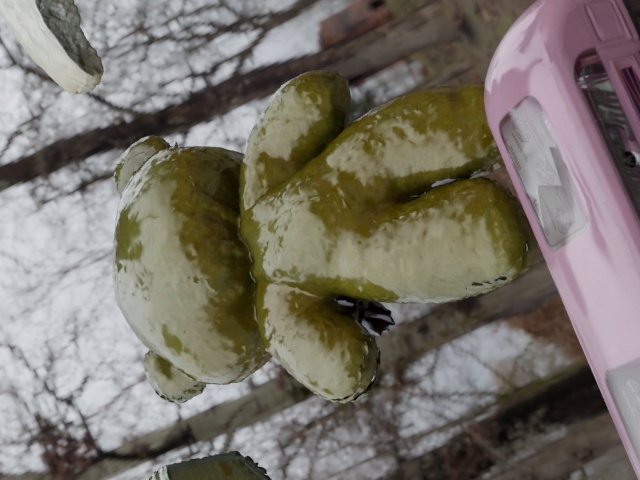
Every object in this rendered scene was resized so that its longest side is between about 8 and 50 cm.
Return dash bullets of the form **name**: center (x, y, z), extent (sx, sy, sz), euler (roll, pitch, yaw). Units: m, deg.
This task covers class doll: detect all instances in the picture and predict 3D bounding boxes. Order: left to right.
- **doll**: center (0.000, 0.000, 0.496), extent (0.097, 0.210, 0.137), euler (0, -99, -57)

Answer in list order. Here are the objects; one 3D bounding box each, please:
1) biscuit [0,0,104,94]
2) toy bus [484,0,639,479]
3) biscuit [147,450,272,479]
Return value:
- **biscuit**: center (-0.288, -0.240, 1.133), extent (0.265, 0.040, 0.188), euler (45, 155, 34)
- **toy bus**: center (0.125, 0.007, 0.383), extent (0.203, 0.090, 0.063), euler (68, 158, 13)
- **biscuit**: center (-0.054, 0.296, 0.948), extent (0.147, 0.046, 0.250), euler (-3, -110, -50)
